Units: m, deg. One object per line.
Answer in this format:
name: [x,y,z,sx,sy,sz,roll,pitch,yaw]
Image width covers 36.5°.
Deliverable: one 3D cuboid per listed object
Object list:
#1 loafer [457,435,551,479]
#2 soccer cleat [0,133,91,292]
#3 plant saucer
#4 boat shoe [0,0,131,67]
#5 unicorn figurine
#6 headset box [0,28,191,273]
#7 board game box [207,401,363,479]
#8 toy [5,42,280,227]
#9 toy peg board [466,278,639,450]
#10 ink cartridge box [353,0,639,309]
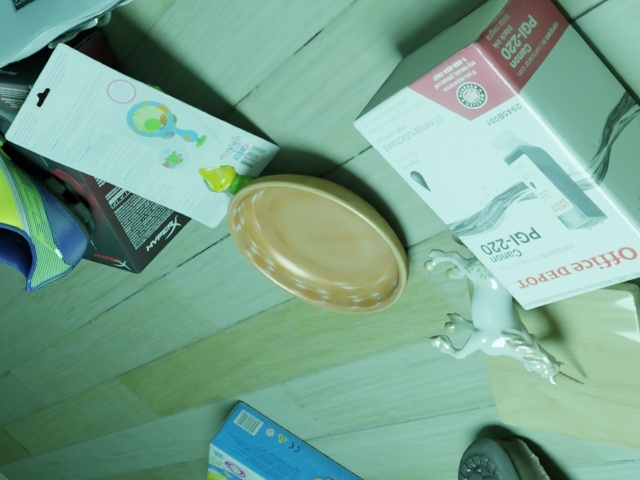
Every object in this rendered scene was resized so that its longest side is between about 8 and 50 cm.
loafer: [0.290,0.373,1.124,0.366,0.130,0.134,59,152,-3]
soccer cleat: [-0.378,-0.057,1.031,0.289,0.121,0.093,37,149,4]
plant saucer: [0.000,0.000,0.997,0.200,0.037,0.200,19,145,14]
boat shoe: [-0.252,-0.240,0.903,0.306,0.105,0.113,-14,102,42]
unicorn figurine: [0.148,0.064,0.837,0.111,0.060,0.162,-1,112,44]
headset box: [-0.304,-0.119,1.101,0.218,0.110,0.293,13,139,36]
board game box: [-0.035,0.429,1.543,0.308,0.086,0.302,30,147,13]
toy: [-0.175,-0.110,0.977,0.237,0.056,0.137,26,129,-23]
toy peg board: [0.235,0.092,0.882,0.161,0.079,0.161,3,118,42]
ink cartridge box: [0.156,-0.063,0.733,0.218,0.092,0.158,44,148,-13]
